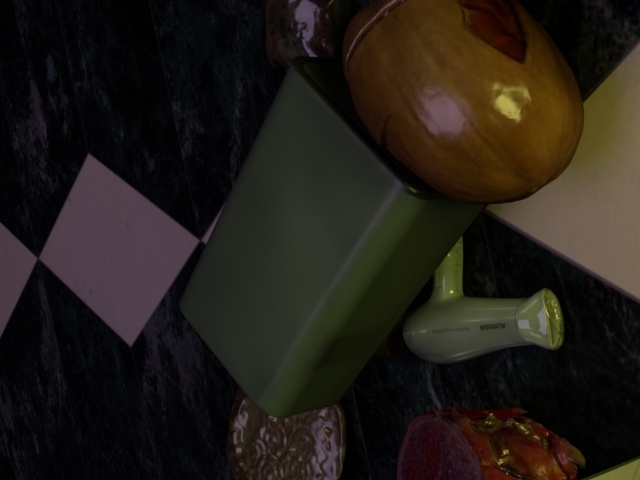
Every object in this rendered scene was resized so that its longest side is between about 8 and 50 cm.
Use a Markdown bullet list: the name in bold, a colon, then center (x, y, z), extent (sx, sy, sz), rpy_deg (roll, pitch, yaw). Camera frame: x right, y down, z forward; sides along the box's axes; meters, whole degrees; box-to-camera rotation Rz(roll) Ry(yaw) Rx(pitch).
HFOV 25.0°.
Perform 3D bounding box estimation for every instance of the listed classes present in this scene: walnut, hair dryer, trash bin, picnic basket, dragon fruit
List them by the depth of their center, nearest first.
- **walnut**: center (0.128, -0.158, 1.394), extent (0.298, 0.203, 0.203), rpy_deg (53, 142, 37)
- **dragon fruit**: center (0.192, 0.278, 1.535), extent (0.282, 0.147, 0.211), rpy_deg (-12, 80, 64)
- **hair dryer**: center (0.165, 0.010, 1.552), extent (0.206, 0.075, 0.237), rpy_deg (-15, 81, 51)
- **trash bin**: center (0.000, 0.000, 1.566), extent (0.223, 0.158, 0.343), rpy_deg (49, 123, 27)
- **picnic basket**: center (0.066, 0.108, 1.721), extent (0.083, 0.072, 0.072), rpy_deg (0, 102, 48)

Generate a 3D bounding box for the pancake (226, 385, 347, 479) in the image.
- **pancake**: center (-0.049, 0.271, 1.945), extent (0.235, 0.029, 0.212), rpy_deg (-19, 76, 43)

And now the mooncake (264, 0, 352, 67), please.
- **mooncake**: center (-0.017, -0.260, 1.703), extent (0.130, 0.073, 0.125), rpy_deg (16, 113, 53)

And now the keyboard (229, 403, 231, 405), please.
- **keyboard**: center (-0.027, 0.393, 2.022), extent (0.381, 0.041, 0.103), rpy_deg (58, 144, 15)

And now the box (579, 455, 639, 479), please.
- **box**: center (0.287, 0.338, 1.359), extent (0.195, 0.177, 0.148), rpy_deg (47, 139, 38)
